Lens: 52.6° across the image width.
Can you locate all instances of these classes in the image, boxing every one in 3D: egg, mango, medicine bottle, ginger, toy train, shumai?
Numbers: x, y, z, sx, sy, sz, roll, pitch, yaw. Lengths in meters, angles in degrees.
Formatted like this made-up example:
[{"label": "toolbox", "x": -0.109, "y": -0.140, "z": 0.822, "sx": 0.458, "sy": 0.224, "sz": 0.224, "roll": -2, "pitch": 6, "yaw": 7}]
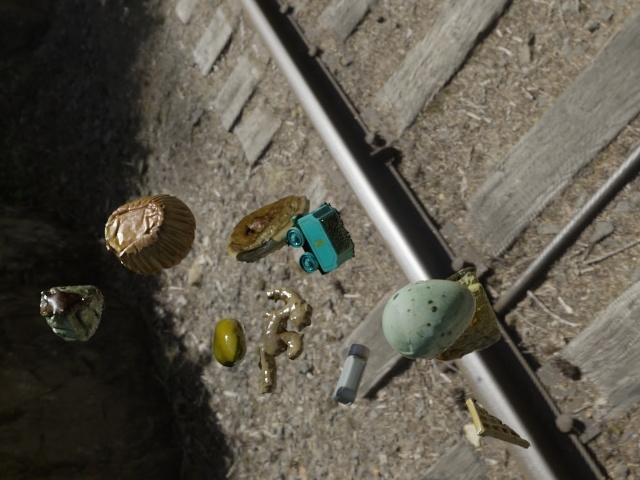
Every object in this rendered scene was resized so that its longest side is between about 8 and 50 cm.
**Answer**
[{"label": "egg", "x": 0.185, "y": 0.131, "z": 1.092, "sx": 0.164, "sy": 0.131, "sz": 0.131, "roll": -21, "pitch": 62, "yaw": 7}, {"label": "mango", "x": -0.223, "y": 0.255, "z": 1.630, "sx": 0.191, "sy": 0.085, "sz": 0.122, "roll": 136, "pitch": 136, "yaw": -64}, {"label": "medicine bottle", "x": 0.100, "y": 0.420, "z": 2.038, "sx": 0.119, "sy": 0.069, "sz": 0.183, "roll": 112, "pitch": 179, "yaw": -63}, {"label": "ginger", "x": -0.091, "y": 0.239, "z": 1.522, "sx": 0.149, "sy": 0.065, "sz": 0.259, "roll": 3, "pitch": 78, "yaw": 44}, {"label": "toy train", "x": 0.000, "y": 0.000, "z": 1.921, "sx": 0.163, "sy": 0.112, "sz": 0.203, "roll": -22, "pitch": 100, "yaw": 43}, {"label": "shumai", "x": -0.664, "y": 0.165, "z": 1.757, "sx": 0.142, "sy": 0.184, "sz": 0.184, "roll": -48, "pitch": 50, "yaw": 40}]

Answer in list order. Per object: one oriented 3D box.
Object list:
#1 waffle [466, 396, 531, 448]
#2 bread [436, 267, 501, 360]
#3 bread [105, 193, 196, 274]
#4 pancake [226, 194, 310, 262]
[{"label": "waffle", "x": 0.408, "y": 0.419, "z": 1.481, "sx": 0.023, "sy": 0.152, "sz": 0.097, "roll": -56, "pitch": 24, "yaw": 30}, {"label": "bread", "x": 0.325, "y": 0.211, "z": 1.599, "sx": 0.204, "sy": 0.262, "sz": 0.162, "roll": -23, "pitch": 48, "yaw": 1}, {"label": "bread", "x": -0.515, "y": -0.029, "z": 1.963, "sx": 0.274, "sy": 0.149, "sz": 0.274, "roll": -6, "pitch": 66, "yaw": 13}, {"label": "pancake", "x": -0.176, "y": -0.045, "z": 2.201, "sx": 0.356, "sy": 0.065, "sz": 0.356, "roll": -27, "pitch": 27, "yaw": 15}]
